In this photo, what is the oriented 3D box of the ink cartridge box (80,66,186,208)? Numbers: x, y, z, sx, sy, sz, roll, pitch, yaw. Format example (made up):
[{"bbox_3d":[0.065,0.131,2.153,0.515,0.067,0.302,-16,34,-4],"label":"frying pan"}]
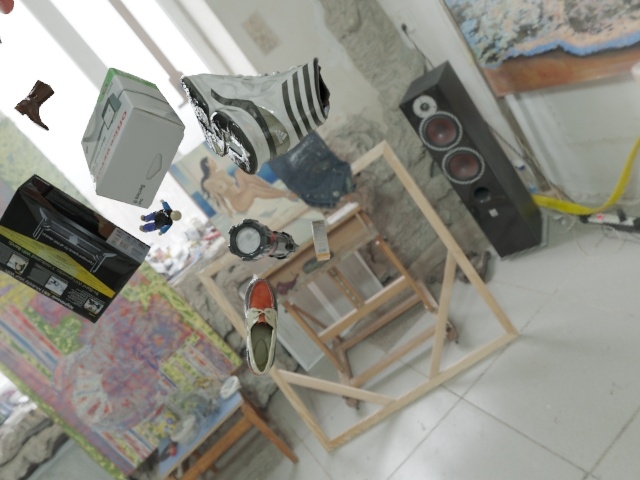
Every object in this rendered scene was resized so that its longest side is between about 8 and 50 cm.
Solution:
[{"bbox_3d":[-0.427,-0.235,1.176,0.211,0.121,0.289,-60,40,16],"label":"ink cartridge box"}]

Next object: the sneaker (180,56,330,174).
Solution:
[{"bbox_3d":[-0.128,-0.297,1.148,0.257,0.169,0.447,-29,38,-15],"label":"sneaker"}]

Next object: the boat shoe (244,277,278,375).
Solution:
[{"bbox_3d":[-0.083,0.119,0.738,0.043,0.049,0.137,131,140,-76],"label":"boat shoe"}]

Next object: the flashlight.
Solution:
[{"bbox_3d":[-0.144,0.006,1.354,0.103,0.103,0.304,-34,-7,6],"label":"flashlight"}]

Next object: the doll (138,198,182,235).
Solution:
[{"bbox_3d":[-0.534,-0.075,1.760,0.189,0.046,0.129,-7,74,37],"label":"doll"}]

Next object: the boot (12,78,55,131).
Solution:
[{"bbox_3d":[-0.739,-0.362,1.406,0.114,0.106,0.037,-57,17,-17],"label":"boot"}]

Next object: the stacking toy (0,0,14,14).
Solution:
[{"bbox_3d":[-0.884,-0.611,1.208,0.279,0.309,0.130,-18,32,54],"label":"stacking toy"}]

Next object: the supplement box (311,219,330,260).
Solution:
[{"bbox_3d":[0.000,0.000,1.405,0.036,0.098,0.062,-9,-13,-3],"label":"supplement box"}]

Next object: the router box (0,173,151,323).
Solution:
[{"bbox_3d":[-0.604,0.029,1.253,0.243,0.309,0.081,-45,20,25],"label":"router box"}]

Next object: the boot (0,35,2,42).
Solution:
[{"bbox_3d":[-1.022,-0.645,1.367,0.131,0.260,0.348,-4,7,27],"label":"boot"}]
